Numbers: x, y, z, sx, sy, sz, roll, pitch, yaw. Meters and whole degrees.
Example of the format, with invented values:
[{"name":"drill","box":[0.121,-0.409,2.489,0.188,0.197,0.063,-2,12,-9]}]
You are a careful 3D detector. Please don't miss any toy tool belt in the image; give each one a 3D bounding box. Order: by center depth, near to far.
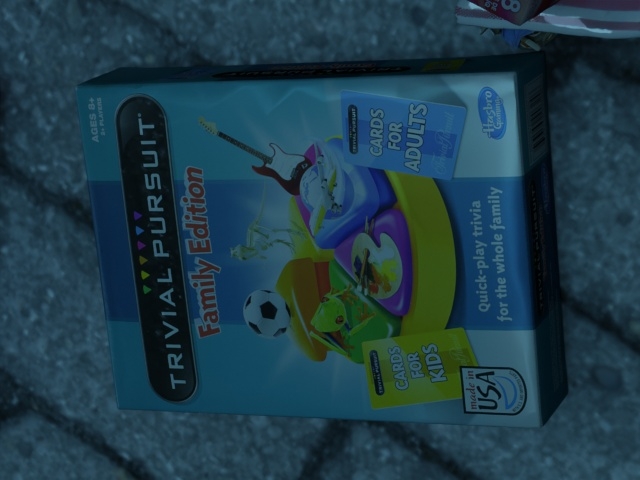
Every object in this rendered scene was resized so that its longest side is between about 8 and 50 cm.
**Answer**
[{"name":"toy tool belt","box":[0.125,-0.162,1.272,0.083,0.051,0.052,46,117,5]}]

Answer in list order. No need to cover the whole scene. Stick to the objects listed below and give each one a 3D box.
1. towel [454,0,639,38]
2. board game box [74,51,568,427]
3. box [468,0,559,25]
[{"name":"towel","box":[0.163,-0.232,1.223,0.144,0.029,0.197,6,92,21]},{"name":"board game box","box":[0.000,0.000,1.358,0.336,0.079,0.253,0,105,22]},{"name":"box","box":[0.134,-0.275,1.107,0.123,0.128,0.257,30,124,19]}]
